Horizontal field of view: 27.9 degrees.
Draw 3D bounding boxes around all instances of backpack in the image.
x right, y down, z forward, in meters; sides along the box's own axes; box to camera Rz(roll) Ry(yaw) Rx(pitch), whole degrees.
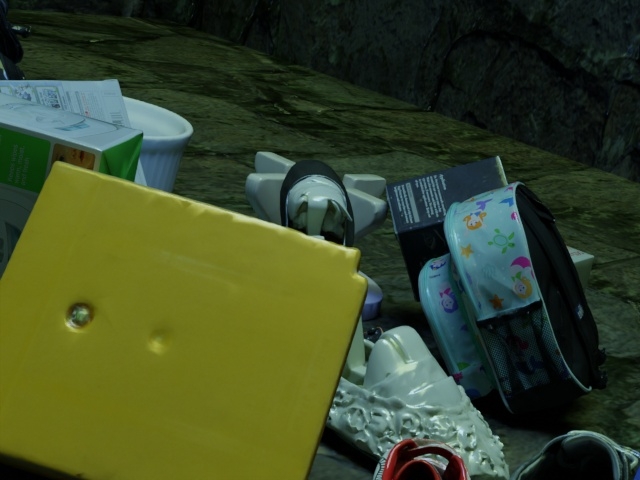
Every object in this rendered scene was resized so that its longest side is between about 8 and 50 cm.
[{"bbox_3d":[0.225,0.063,1.558,0.191,0.253,0.225,-15,10,17],"label":"backpack"}]

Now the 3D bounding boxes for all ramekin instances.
[{"bbox_3d":[-0.346,-0.139,2.007,0.277,0.135,0.277,12,16,-4],"label":"ramekin"}]

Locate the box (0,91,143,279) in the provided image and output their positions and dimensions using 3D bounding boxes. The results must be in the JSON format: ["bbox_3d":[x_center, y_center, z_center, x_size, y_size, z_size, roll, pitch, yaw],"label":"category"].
[{"bbox_3d":[-0.332,-0.013,1.349,0.231,0.262,0.127,17,16,8],"label":"box"}]

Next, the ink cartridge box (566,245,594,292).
[{"bbox_3d":[0.280,0.057,1.854,0.176,0.127,0.128,23,18,28],"label":"ink cartridge box"}]

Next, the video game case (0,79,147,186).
[{"bbox_3d":[-0.313,-0.059,1.553,0.061,0.269,0.244,-20,-6,35],"label":"video game case"}]

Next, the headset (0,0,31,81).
[{"bbox_3d":[-0.474,-0.169,1.670,0.243,0.185,0.394,3,54,8],"label":"headset"}]

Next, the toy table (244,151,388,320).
[{"bbox_3d":[-0.013,-0.014,1.805,0.274,0.161,0.252,22,18,31],"label":"toy table"}]

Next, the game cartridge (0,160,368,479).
[{"bbox_3d":[-0.142,0.097,1.163,0.323,0.285,0.053,17,-23,5],"label":"game cartridge"}]

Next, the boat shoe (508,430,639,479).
[{"bbox_3d":[0.255,0.240,1.214,0.121,0.119,0.335,21,17,24],"label":"boat shoe"}]

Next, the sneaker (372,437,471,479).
[{"bbox_3d":[0.092,0.226,1.083,0.090,0.145,0.270,17,16,13],"label":"sneaker"}]

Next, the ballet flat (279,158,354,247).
[{"bbox_3d":[0.000,0.000,1.602,0.095,0.096,0.280,1,60,-6],"label":"ballet flat"}]

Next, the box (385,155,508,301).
[{"bbox_3d":[0.182,-0.014,1.724,0.158,0.156,0.093,-14,50,5],"label":"box"}]

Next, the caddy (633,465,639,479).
[{"bbox_3d":[0.383,0.271,1.001,0.179,0.241,0.341,8,15,-33],"label":"caddy"}]

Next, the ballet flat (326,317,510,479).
[{"bbox_3d":[0.034,0.134,1.384,0.409,0.147,0.147,26,20,37],"label":"ballet flat"}]

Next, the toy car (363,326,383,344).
[{"bbox_3d":[0.077,0.157,1.548,0.122,0.060,0.040,47,-11,35],"label":"toy car"}]
